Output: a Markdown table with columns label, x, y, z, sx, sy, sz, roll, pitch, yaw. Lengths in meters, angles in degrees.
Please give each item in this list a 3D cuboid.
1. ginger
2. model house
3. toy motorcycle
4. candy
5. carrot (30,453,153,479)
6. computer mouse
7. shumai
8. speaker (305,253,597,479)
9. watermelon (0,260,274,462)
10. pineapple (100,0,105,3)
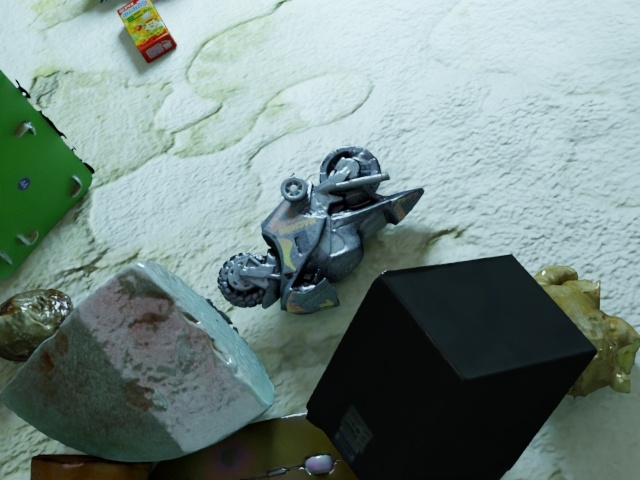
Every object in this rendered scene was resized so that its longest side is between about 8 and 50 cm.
| label | x | y | z | sx | sy | sz | roll | pitch | yaw |
| --- | --- | --- | --- | --- | --- | --- | --- | --- | --- |
| ginger | 0.315 | 0.124 | 1.403 | 0.157 | 0.102 | 0.216 | -20 | 47 | -24 |
| model house | -0.588 | -0.158 | 1.720 | 0.313 | 0.358 | 0.242 | 31 | 77 | 28 |
| toy motorcycle | 0.000 | 0.000 | 1.585 | 0.173 | 0.108 | 0.307 | 39 | 79 | 23 |
| candy | -0.302 | -0.368 | 1.930 | 0.062 | 0.038 | 0.122 | -31 | 57 | 0 |
| carrot | -0.313 | 0.390 | 1.454 | 0.159 | 0.159 | 0.225 | 1 | 76 | 20 |
| computer mouse | -0.088 | 0.324 | 1.450 | 0.310 | 0.072 | 0.158 | -17 | 60 | 9 |
| shumai | -0.442 | 0.116 | 1.682 | 0.139 | 0.105 | 0.123 | 4 | 57 | -7 |
| speaker | 0.146 | 0.167 | 1.314 | 0.232 | 0.254 | 0.184 | -6 | 46 | -38 |
| watermelon | -0.229 | 0.144 | 1.457 | 0.387 | 0.258 | 0.228 | 2 | 21 | 22 |
| pineapple | -0.317 | -0.495 | 1.975 | 0.221 | 0.103 | 0.083 | -11 | 25 | 14 |
